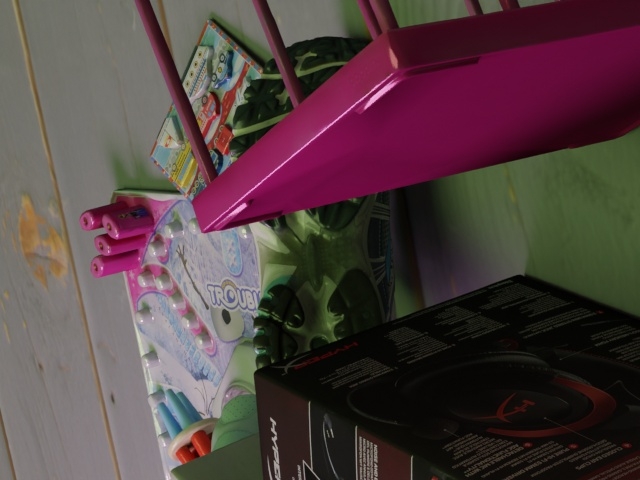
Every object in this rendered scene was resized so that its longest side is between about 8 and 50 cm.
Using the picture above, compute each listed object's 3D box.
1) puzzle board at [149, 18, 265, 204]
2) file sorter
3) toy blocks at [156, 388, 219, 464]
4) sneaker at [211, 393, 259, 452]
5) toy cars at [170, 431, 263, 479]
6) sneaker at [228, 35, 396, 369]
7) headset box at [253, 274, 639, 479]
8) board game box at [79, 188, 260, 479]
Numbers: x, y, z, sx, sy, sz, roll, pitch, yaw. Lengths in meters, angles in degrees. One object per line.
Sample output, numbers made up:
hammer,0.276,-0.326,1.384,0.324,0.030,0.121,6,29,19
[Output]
puzzle board,-0.089,-0.095,1.339,0.096,0.011,0.128,45,118,40
file sorter,0.074,-0.146,0.870,0.202,0.291,0.182,-36,71,55
toy blocks,-0.095,0.203,1.396,0.148,0.054,0.123,56,145,27
sneaker,-0.011,0.230,1.280,0.151,0.094,0.256,-86,-24,-56
toy cars,0.083,0.216,1.067,0.394,0.176,0.087,6,121,15
sneaker,0.000,0.000,1.173,0.122,0.110,0.283,64,-154,-69
headset box,0.134,0.131,0.969,0.293,0.218,0.110,21,122,50
board game box,-0.058,0.156,1.415,0.390,0.050,0.390,5,109,55
